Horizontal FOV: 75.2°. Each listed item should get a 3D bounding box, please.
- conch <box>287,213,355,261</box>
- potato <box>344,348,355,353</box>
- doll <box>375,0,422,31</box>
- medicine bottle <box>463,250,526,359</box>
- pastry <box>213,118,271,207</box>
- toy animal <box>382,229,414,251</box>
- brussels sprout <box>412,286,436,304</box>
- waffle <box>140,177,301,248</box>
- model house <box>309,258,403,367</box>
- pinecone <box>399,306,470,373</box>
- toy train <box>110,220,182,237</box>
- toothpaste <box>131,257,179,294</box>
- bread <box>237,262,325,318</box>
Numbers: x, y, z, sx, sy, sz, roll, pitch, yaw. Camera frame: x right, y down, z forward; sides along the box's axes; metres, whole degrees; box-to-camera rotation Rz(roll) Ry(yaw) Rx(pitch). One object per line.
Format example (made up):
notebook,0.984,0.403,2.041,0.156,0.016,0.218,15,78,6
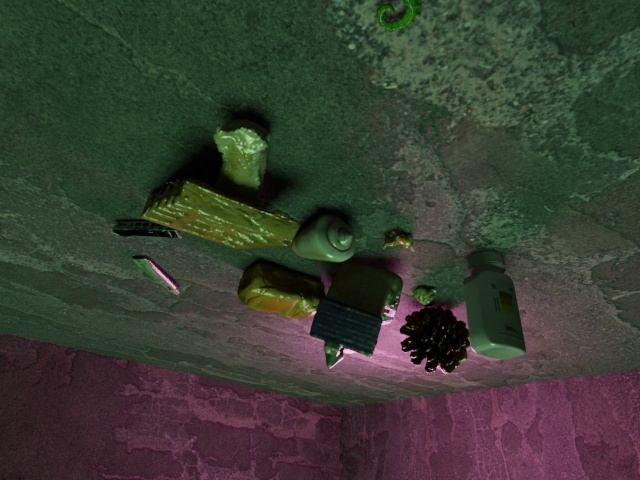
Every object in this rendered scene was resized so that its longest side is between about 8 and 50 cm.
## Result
conch,0.001,-0.012,1.149,0.255,0.127,0.158,4,-172,45
potato,0.099,0.407,1.773,0.113,0.149,0.251,-21,141,25
doll,0.083,-0.372,0.578,0.115,0.050,0.190,-25,141,34
medicine bottle,0.498,0.182,1.207,0.161,0.296,0.111,20,144,-22
pastry,-0.173,-0.169,0.906,0.122,0.089,0.258,4,148,-9
toy animal,0.226,0.008,1.186,0.083,0.060,0.081,30,101,-34
brussels sprout,0.368,0.202,1.493,0.085,0.058,0.085,12,164,3
waffle,-0.250,-0.052,1.026,0.304,0.077,0.348,22,165,-30
model house,0.103,0.265,1.344,0.245,0.280,0.312,18,145,12
pinecone,0.419,0.370,1.589,0.264,0.264,0.264,3,149,2
toy train,-0.509,-0.032,1.217,0.208,0.047,0.043,1,148,7
toothpaste,-0.587,0.131,1.509,0.067,0.037,0.255,-1,146,18
bread,-0.134,0.183,1.451,0.294,0.132,0.167,23,138,-26
